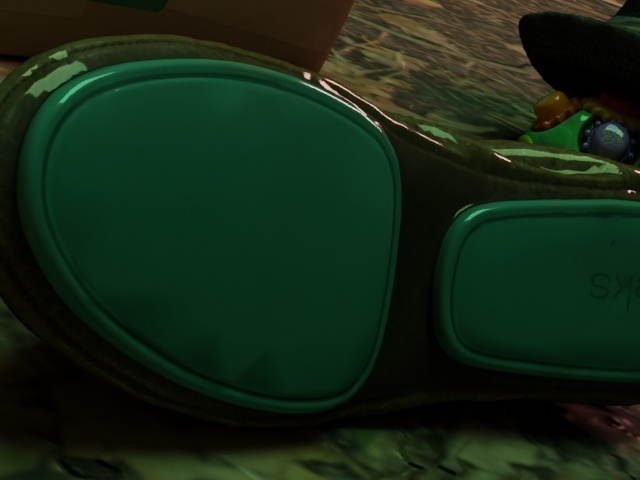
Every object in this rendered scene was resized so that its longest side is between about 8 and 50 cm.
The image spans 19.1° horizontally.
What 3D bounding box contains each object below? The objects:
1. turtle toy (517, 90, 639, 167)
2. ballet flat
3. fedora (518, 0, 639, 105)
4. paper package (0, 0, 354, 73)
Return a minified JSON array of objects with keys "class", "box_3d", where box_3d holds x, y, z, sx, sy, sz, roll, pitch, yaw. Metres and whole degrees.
[{"class":"turtle toy","box_3d":[0.155,-0.037,0.984,0.095,0.066,0.130,5,23,-43]},{"class":"ballet flat","box_3d":[0.000,0.000,0.647,0.342,0.116,0.124,5,3,-44]},{"class":"fedora","box_3d":[0.282,-0.103,1.070,0.334,0.152,0.334,25,-1,0]},{"class":"paper package","box_3d":[-0.166,-0.218,0.993,0.325,0.168,0.309,3,25,-48]}]
